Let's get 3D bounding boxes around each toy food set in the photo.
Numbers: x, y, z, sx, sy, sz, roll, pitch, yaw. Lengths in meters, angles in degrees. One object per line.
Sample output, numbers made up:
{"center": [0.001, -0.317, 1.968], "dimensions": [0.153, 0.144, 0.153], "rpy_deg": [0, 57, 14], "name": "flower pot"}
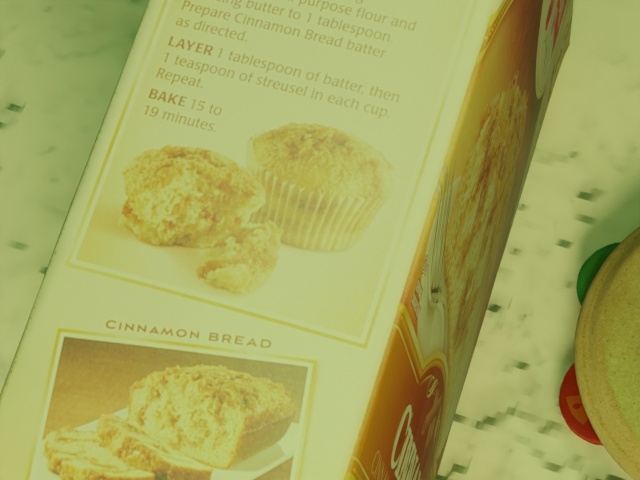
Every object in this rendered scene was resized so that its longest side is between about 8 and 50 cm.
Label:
{"center": [0.098, 0.027, 0.451], "dimensions": [0.082, 0.020, 0.083], "rpy_deg": [-38, 71, -7], "name": "toy food set"}

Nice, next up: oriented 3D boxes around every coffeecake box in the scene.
{"center": [0.000, 0.000, 0.407], "dimensions": [0.068, 0.142, 0.185], "rpy_deg": [15, 73, 11], "name": "coffeecake box"}
